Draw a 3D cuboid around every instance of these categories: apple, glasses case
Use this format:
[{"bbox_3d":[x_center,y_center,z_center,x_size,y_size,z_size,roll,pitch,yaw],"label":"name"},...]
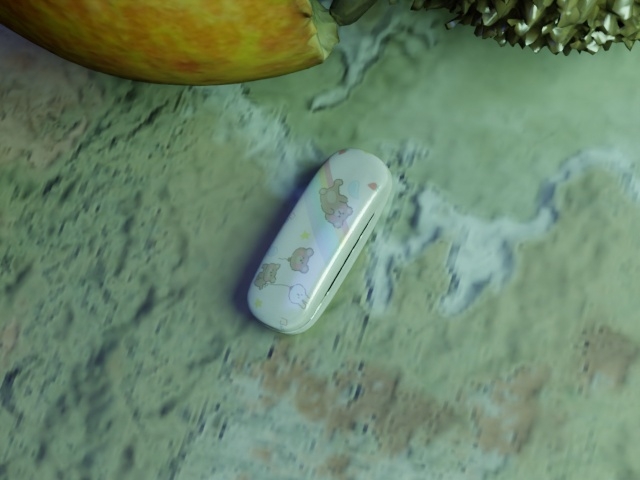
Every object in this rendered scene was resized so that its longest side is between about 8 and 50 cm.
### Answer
[{"bbox_3d":[-0.107,-0.196,0.533,0.163,0.251,0.293,-17,61,8],"label":"apple"},{"bbox_3d":[0.000,0.000,0.530,0.032,0.021,0.083,27,80,29],"label":"glasses case"}]

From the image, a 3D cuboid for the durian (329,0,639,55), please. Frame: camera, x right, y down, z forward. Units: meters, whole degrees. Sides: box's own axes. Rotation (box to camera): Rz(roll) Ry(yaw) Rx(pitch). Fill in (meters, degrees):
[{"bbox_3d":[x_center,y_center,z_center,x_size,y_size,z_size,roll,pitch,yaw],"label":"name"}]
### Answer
[{"bbox_3d":[0.077,-0.149,0.499,0.196,0.167,0.196,-30,38,26],"label":"durian"}]
